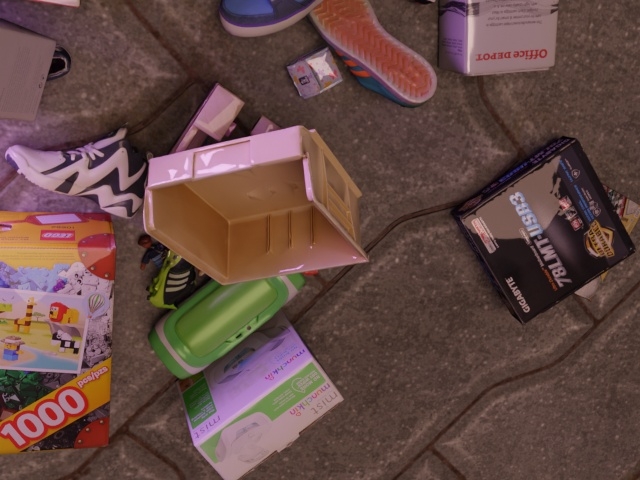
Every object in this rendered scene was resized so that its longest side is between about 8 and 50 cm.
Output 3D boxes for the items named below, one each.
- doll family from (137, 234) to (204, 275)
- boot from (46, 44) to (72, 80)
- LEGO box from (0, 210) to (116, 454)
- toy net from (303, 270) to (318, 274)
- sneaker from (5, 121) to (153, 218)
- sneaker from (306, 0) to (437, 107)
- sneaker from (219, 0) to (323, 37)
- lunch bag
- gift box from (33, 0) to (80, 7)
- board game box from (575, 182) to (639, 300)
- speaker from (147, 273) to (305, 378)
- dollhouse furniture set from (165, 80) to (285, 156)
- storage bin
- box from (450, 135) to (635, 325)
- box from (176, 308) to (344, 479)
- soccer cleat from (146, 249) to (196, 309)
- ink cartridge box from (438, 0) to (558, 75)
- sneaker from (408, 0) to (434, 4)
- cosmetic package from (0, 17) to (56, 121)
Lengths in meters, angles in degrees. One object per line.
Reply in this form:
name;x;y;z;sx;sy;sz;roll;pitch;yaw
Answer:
doll family;-0.249;0.007;1.355;0.193;0.076;0.111;-38;120;0
boot;-0.492;-0.275;1.167;0.189;0.086;0.069;-15;112;-13
LEGO box;-0.603;0.150;1.215;0.499;0.193;0.373;0;108;-19
toy net;0.000;0.000;1.387;0.232;0.122;0.045;-5;147;-42
sneaker;-0.390;-0.147;1.243;0.234;0.094;0.153;25;97;-24
sneaker;0.073;-0.347;1.331;0.302;0.121;0.108;44;80;-5
sneaker;-0.040;-0.481;1.160;0.322;0.130;0.236;-27;154;-3
lunch bag;-0.011;-0.304;1.341;0.083;0.053;0.071;-26;113;1
gift box;-0.428;-0.472;1.026;0.255;0.276;0.258;2;106;-25
board game box;0.600;-0.002;1.656;0.165;0.042;0.243;24;99;-24
speaker;-0.175;0.127;1.391;0.296;0.131;0.131;-38;115;-3
dollhouse furniture set;-0.104;-0.099;1.250;0.303;0.286;0.198;33;97;-15
storage bin;-0.091;-0.046;1.126;0.262;0.123;0.260;-9;156;19
box;0.472;-0.019;1.560;0.293;0.073;0.296;-33;106;-1
box;-0.121;0.290;1.407;0.262;0.231;0.127;-35;116;-4
soccer cleat;-0.247;0.054;1.310;0.072;0.060;0.179;18;125;-28
ink cartridge box;0.331;-0.454;1.371;0.196;0.114;0.273;-8;110;-17
sneaker;0.148;-0.492;1.321;0.178;0.072;0.077;26;95;-26
cosmetic package;-0.541;-0.270;1.033;0.224;0.224;0.138;22;102;7
